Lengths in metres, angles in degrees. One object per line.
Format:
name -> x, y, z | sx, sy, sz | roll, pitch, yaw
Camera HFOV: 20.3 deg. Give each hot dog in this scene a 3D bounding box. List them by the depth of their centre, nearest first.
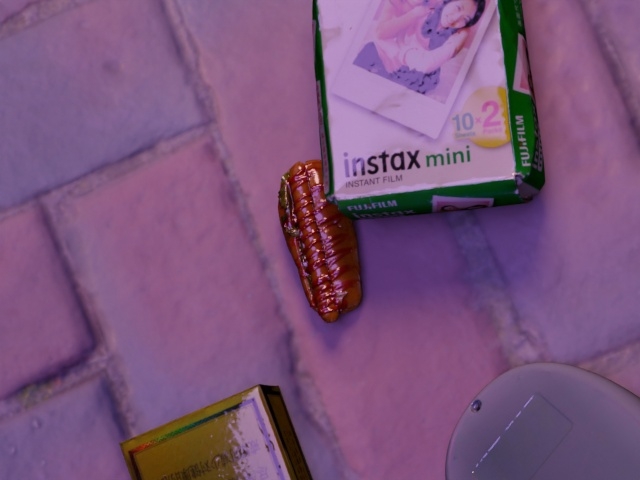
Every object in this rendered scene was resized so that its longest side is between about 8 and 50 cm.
hot dog -> 0.000, 0.000, 1.541 | 0.062, 0.038, 0.144 | -14, 81, 15

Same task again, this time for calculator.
calculator -> 0.209, 0.208, 1.395 | 0.185, 0.041, 0.299 | -50, 46, 4

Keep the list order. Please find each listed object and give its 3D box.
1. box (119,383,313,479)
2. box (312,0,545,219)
box -> -0.067, 0.249, 1.523 | 0.141, 0.064, 0.220 | -23, 80, 13
box -> 0.088, -0.144, 1.497 | 0.180, 0.103, 0.250 | -8, 82, 16
